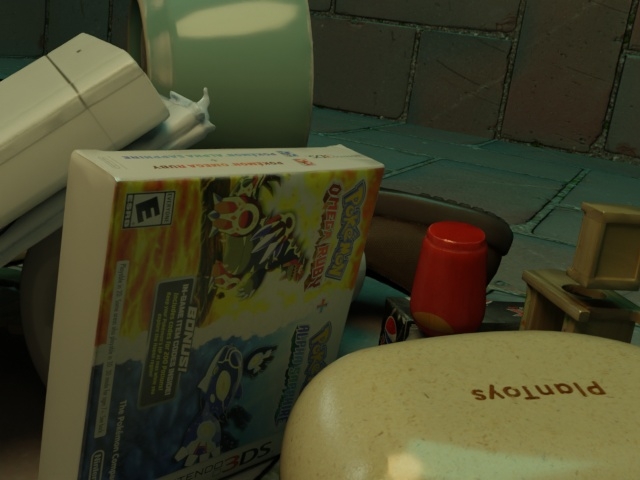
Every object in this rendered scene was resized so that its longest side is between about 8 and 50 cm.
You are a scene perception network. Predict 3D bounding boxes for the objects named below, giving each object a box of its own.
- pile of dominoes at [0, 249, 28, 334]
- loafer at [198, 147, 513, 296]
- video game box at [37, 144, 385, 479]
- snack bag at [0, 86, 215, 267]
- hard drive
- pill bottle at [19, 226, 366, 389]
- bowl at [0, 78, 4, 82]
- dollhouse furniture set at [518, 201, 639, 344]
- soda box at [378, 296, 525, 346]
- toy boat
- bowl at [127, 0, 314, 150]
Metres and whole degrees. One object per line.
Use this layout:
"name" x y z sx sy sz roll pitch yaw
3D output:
"pile of dominoes" -0.259 0.052 0.680 0.251 0.040 0.196 7 14 31
"loafer" 0.000 0.000 0.746 0.366 0.130 0.134 13 -5 11
"video game box" -0.058 0.049 0.431 0.048 0.205 0.187 28 25 36
"snack bag" -0.250 -0.015 0.530 0.342 0.037 0.323 -37 27 -10
"hard drive" -0.271 -0.011 0.453 0.353 0.047 0.233 -36 28 -9
"pill bottle" -0.077 0.035 0.575 0.146 0.146 0.264 19 19 35
"bowl" -0.319 -0.111 0.936 0.391 0.077 0.391 21 14 -6
"dollhouse furniture set" 0.245 0.058 0.583 0.161 0.182 0.101 4 16 -12
"soda box" 0.141 0.087 0.671 0.169 0.053 0.060 4 16 -16
"toy boat" 0.107 0.111 0.451 0.268 0.148 0.318 1 24 -5
"bowl" -0.134 -0.197 0.878 0.163 0.311 0.311 -5 19 -20
